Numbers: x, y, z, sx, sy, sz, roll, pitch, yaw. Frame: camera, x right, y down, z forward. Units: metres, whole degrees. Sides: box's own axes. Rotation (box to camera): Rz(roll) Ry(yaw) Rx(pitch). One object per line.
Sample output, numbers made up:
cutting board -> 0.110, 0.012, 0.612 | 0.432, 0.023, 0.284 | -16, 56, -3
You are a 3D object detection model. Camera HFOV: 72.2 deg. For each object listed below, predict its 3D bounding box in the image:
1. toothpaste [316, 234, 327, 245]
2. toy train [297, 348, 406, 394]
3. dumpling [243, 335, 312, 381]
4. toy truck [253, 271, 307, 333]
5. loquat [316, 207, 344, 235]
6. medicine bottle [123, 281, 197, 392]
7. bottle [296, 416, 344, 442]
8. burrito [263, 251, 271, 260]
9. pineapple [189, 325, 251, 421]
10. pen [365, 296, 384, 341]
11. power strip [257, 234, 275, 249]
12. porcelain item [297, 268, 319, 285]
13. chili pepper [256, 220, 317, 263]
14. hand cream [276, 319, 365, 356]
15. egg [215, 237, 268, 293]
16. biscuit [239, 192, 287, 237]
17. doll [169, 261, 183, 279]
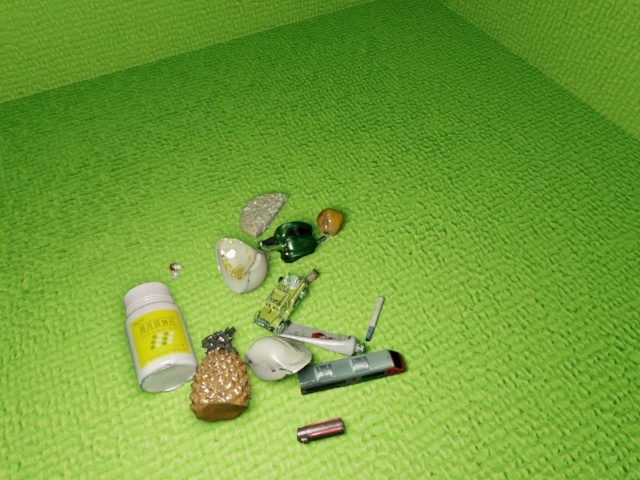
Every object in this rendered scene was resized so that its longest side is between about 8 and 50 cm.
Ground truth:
toothpaste -> 0.000, 0.000, 2.037 | 0.083, 0.019, 0.027 | -34, 83, -20
toy train -> 0.117, 0.482, 1.636 | 0.409, 0.089, 0.086 | -11, 49, -5
dumpling -> -0.147, 0.435, 1.638 | 0.243, 0.175, 0.227 | 35, 31, 26
toy truck -> -0.161, 0.229, 1.728 | 0.128, 0.135, 0.259 | 23, 56, 18
loquat -> 0.046, -0.085, 2.048 | 0.137, 0.113, 0.137 | 11, 61, -20
medicine bottle -> -0.617, 0.361, 1.667 | 0.213, 0.213, 0.378 | -22, 56, -14
bottle -> -0.002, 0.660, 1.523 | 0.164, 0.060, 0.060 | -10, 54, -5
burrito -> -0.315, 0.064, 1.985 | 0.185, 0.041, 0.045 | 2, 45, 0
pineapple -> -0.361, 0.452, 1.593 | 0.223, 0.223, 0.357 | -7, 49, -3
pen -> 0.221, 0.319, 1.791 | 0.025, 0.025, 0.204 | 16, 56, 13
power strip -> -0.237, 0.010, 2.025 | 0.111, 0.038, 0.029 | -27, 59, -17
porcelain item -> -0.097, 0.196, 1.872 | 0.213, 0.054, 0.084 | -34, 61, -21
chili pepper -> -0.148, 0.013, 1.945 | 0.261, 0.165, 0.174 | -15, 72, -13
hand cream -> 0.006, 0.382, 1.713 | 0.336, 0.076, 0.121 | 13, 16, 12
egg -> -0.315, 0.108, 1.874 | 0.162, 0.206, 0.271 | -14, 35, -39
biscuit -> -0.289, -0.136, 2.110 | 0.179, 0.084, 0.281 | 23, 55, 23
doll -> -0.646, 0.135, 1.946 | 0.058, 0.040, 0.085 | 13, 54, -2
